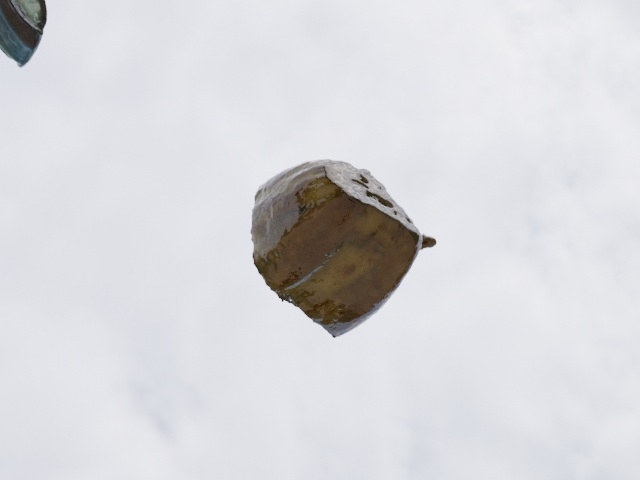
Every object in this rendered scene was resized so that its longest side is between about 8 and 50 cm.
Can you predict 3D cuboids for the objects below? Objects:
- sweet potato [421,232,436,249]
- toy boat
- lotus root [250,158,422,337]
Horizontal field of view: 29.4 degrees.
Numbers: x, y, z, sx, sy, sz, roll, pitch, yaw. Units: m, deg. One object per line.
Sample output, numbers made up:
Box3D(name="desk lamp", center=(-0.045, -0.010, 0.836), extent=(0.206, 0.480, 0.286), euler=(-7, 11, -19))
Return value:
Box3D(name="sweet potato", center=(0.020, -0.009, 1.274), extent=(0.068, 0.226, 0.068), euler=(11, -103, -55))
Box3D(name="toy boat", center=(-0.268, -0.211, 1.011), extent=(0.060, 0.061, 0.137), euler=(-32, -81, -49))
Box3D(name="lotus root", center=(0.004, -0.002, 1.098), extent=(0.135, 0.095, 0.159), euler=(-40, -100, 32))
